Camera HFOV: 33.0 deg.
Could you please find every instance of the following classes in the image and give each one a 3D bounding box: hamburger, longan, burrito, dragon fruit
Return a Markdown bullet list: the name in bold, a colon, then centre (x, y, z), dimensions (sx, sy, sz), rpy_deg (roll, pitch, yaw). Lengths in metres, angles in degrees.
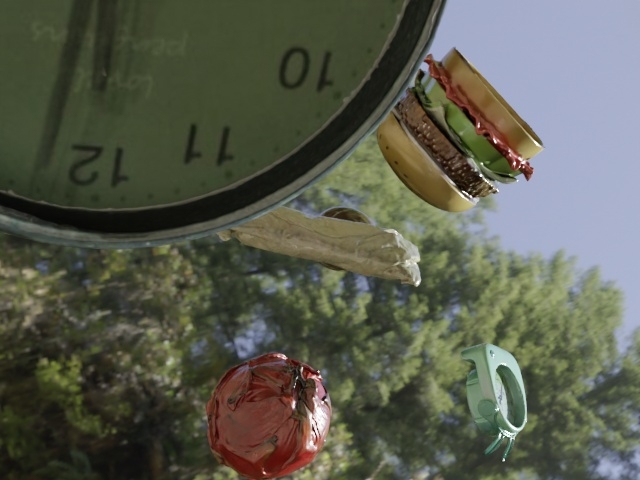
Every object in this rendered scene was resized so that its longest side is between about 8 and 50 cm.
- **hamburger**: centre (0.135, -0.107, 1.123), dimensions (0.137, 0.175, 0.175), rpy_deg (-40, -108, 15)
- **longan**: centre (0.034, 0.002, 1.561), dimensions (0.113, 0.113, 0.092), rpy_deg (-20, -134, 40)
- **burrito**: centre (0.000, 0.000, 1.383), dimensions (0.275, 0.082, 0.059), rpy_deg (14, -64, -8)
- **dragon fruit**: centre (-0.072, 0.239, 1.461), dimensions (0.209, 0.172, 0.172), rpy_deg (-28, -101, 61)

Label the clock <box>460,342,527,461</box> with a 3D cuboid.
- **clock**: centre (0.213, 0.197, 1.316), dimensions (0.041, 0.101, 0.135), rpy_deg (-20, -119, 29)

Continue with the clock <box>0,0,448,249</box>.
- **clock**: centre (-0.086, -0.140, 0.493), dimensions (0.319, 0.319, 0.066), rpy_deg (-69, -152, 25)
